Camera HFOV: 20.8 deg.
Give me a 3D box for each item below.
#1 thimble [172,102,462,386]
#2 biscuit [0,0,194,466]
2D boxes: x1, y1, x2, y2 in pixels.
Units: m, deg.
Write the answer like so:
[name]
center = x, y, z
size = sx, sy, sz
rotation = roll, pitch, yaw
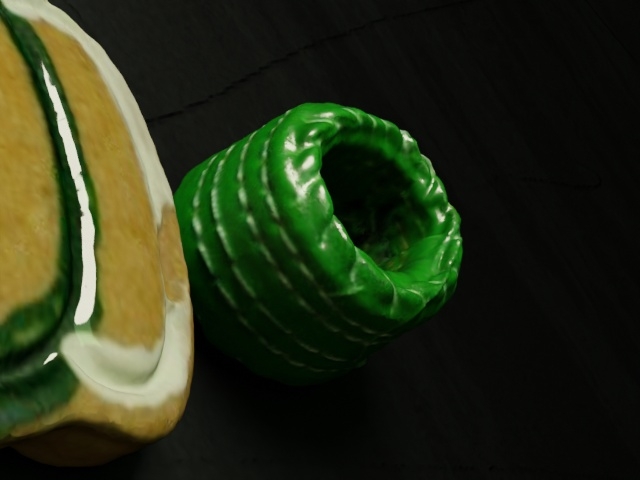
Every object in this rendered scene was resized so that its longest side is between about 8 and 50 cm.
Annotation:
[thimble]
center = 0.000, 0.000, 0.777
size = 0.118, 0.090, 0.130
rotation = 53, 32, -10
[biscuit]
center = -0.179, -0.055, 0.608
size = 0.343, 0.057, 0.287
rotation = 16, 49, -48
